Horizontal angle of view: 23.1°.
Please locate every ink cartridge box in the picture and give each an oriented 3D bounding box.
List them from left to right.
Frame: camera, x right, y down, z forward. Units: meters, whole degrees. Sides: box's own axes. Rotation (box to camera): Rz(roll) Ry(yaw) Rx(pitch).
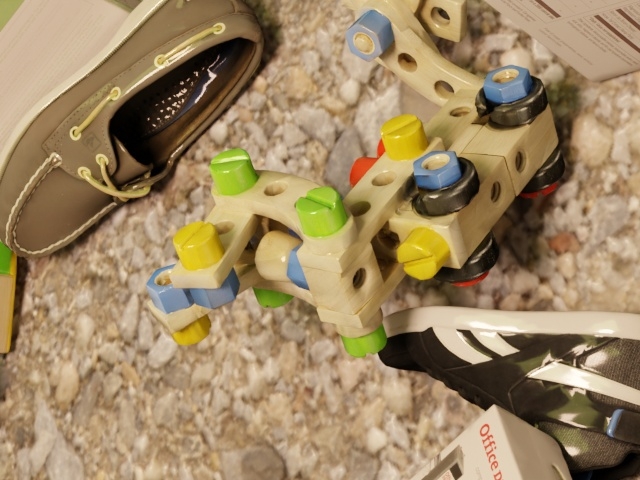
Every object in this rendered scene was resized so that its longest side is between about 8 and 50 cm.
[{"bbox_3d":[-0.243,-0.151,1.305,0.171,0.235,0.056,-49,52,15],"label":"ink cartridge box"},{"bbox_3d":[0.088,0.180,0.939,0.135,0.056,0.099,-46,31,21],"label":"ink cartridge box"}]

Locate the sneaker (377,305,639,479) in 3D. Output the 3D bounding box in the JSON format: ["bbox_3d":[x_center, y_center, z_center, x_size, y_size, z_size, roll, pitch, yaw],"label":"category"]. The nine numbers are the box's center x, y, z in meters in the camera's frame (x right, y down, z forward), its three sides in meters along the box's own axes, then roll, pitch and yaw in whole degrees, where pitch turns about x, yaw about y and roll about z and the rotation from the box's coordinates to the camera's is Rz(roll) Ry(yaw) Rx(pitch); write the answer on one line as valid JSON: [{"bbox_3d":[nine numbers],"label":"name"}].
[{"bbox_3d":[0.120,0.108,1.024,0.216,0.079,0.121,-3,73,38],"label":"sneaker"}]

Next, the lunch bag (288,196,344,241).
[{"bbox_3d":[0.000,0.000,1.169,0.098,0.065,0.067,11,82,41],"label":"lunch bag"}]

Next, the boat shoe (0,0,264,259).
[{"bbox_3d":[-0.166,-0.092,1.307,0.305,0.109,0.091,-47,47,12],"label":"boat shoe"}]

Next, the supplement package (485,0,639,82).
[{"bbox_3d":[0.238,-0.251,0.973,0.262,0.198,0.199,-13,66,35],"label":"supplement package"}]

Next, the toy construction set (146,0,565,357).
[{"bbox_3d":[0.036,-0.054,1.074,0.215,0.151,0.328,7,55,36],"label":"toy construction set"}]

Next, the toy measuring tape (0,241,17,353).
[{"bbox_3d":[-0.338,0.082,1.393,0.121,0.121,0.330,1,85,39],"label":"toy measuring tape"}]
